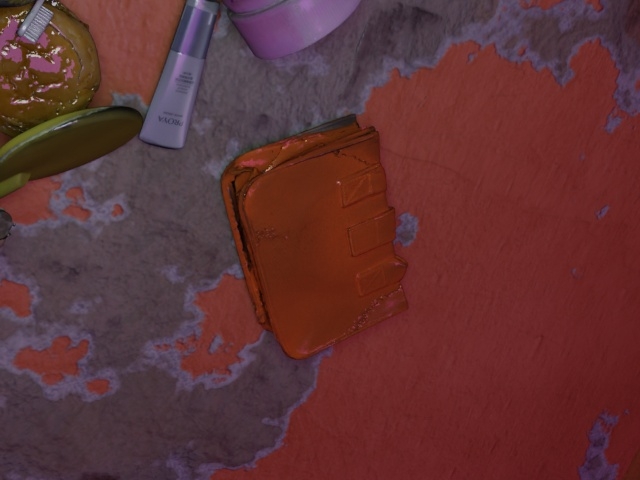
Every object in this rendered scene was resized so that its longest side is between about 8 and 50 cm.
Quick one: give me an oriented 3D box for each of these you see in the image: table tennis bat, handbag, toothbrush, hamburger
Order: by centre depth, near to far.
[{"bbox_3d":[-0.330,-0.402,1.069,0.029,0.025,0.307,33,74,-27],"label":"toothbrush"},{"bbox_3d":[-0.426,-0.257,1.123,0.213,0.108,0.214,-10,123,-16],"label":"hamburger"},{"bbox_3d":[-0.435,-0.115,1.161,0.368,0.224,0.054,-25,87,9],"label":"table tennis bat"},{"bbox_3d":[0.000,0.000,1.448,0.303,0.116,0.410,-23,123,-16],"label":"handbag"}]

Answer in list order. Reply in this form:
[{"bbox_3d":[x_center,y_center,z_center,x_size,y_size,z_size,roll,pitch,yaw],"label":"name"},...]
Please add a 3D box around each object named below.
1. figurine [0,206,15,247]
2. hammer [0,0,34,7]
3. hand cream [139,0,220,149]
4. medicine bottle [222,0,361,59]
[{"bbox_3d":[-0.587,-0.074,0.979,0.411,0.306,0.241,22,101,-7],"label":"figurine"},{"bbox_3d":[-0.412,-0.453,1.009,0.113,0.202,0.305,24,82,-59],"label":"hammer"},{"bbox_3d":[-0.224,-0.267,1.241,0.079,0.048,0.255,9,112,-30],"label":"hand cream"},{"bbox_3d":[-0.095,-0.451,1.109,0.212,0.212,0.325,-37,124,-4],"label":"medicine bottle"}]
